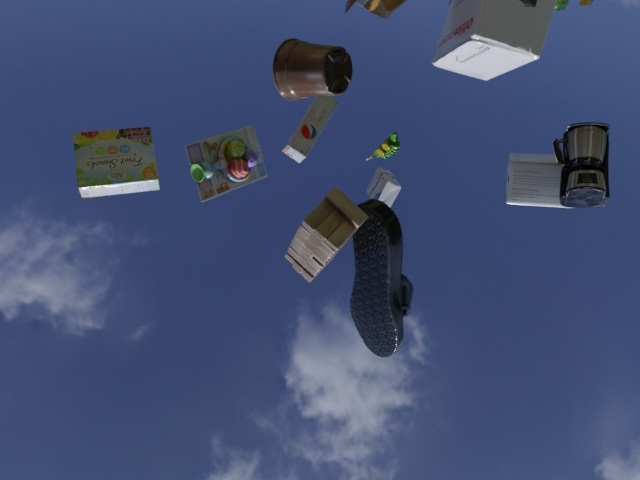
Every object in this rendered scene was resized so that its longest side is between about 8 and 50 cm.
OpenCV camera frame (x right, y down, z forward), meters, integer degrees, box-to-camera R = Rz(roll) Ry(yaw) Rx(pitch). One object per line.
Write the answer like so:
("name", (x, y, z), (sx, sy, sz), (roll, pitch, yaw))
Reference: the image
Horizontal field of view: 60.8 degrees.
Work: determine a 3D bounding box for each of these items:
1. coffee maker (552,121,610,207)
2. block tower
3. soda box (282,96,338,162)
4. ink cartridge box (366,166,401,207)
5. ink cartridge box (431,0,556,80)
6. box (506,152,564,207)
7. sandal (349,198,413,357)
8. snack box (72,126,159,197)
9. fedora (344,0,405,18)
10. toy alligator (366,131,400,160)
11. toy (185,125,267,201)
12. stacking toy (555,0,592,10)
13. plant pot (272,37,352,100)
("coffee maker", (0.641, -0.169, 1.311), (0.171, 0.120, 0.178), (23, -110, -43))
("block tower", (0.000, 0.000, 1.177), (0.091, 0.335, 0.097), (42, -110, 3))
("soda box", (-0.031, -0.349, 1.677), (0.069, 0.074, 0.216), (32, -106, -12))
("ink cartridge box", (0.223, -0.194, 1.983), (0.060, 0.104, 0.180), (19, -157, -18))
("ink cartridge box", (0.295, -0.416, 0.879), (0.114, 0.272, 0.197), (16, -176, -8))
("box", (0.607, -0.170, 1.499), (0.182, 0.118, 0.181), (6, -163, 17))
("sandal", (0.155, 0.100, 1.244), (0.107, 0.445, 0.167), (-24, -136, -26))
("snack box", (-0.562, -0.217, 1.507), (0.207, 0.070, 0.174), (-8, -110, -14))
("fedora", (0.133, -0.487, 1.052), (0.079, 0.194, 0.194), (46, -133, -12))
("toy alligator", (0.210, -0.289, 1.760), (0.051, 0.190, 0.056), (44, -119, -4))
("toy", (-0.208, -0.193, 1.322), (0.056, 0.136, 0.237), (-1, -160, 41))
("stacking toy", (0.591, -0.649, 1.409), (0.221, 0.052, 0.167), (-25, -130, -37))
("plant pot", (-0.014, -0.461, 1.478), (0.165, 0.166, 0.167), (14, -139, 38))
